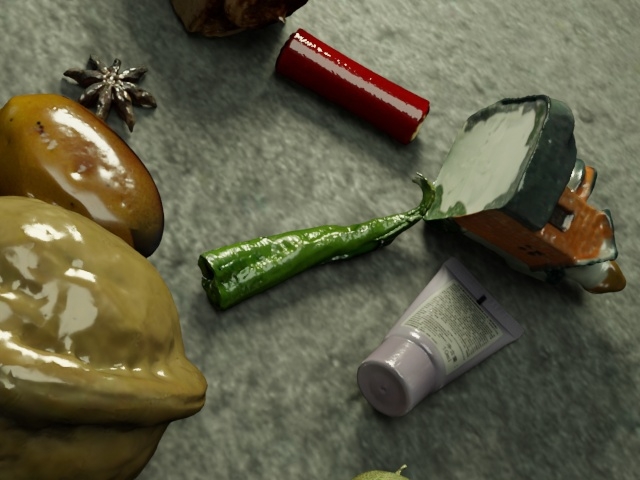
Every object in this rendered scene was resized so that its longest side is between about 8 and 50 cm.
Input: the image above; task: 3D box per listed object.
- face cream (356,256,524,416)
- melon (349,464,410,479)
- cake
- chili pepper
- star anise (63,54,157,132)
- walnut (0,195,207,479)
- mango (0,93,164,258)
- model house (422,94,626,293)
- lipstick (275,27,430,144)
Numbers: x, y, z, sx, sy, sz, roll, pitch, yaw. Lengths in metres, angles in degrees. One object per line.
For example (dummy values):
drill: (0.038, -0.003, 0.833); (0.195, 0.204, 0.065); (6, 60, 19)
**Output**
face cream: (0.164, 0.134, 1.532); (0.154, 0.096, 0.274); (46, 48, 11)
melon: (0.071, 0.362, 1.354); (0.139, 0.139, 0.192); (22, 65, -5)
cake: (-0.121, -0.428, 1.662); (0.196, 0.199, 0.293); (-19, 75, -29)
chili pepper: (0.001, 0.000, 1.550); (0.359, 0.076, 0.085); (-21, 91, -20)
star anise: (-0.301, -0.216, 1.585); (0.141, 0.042, 0.141); (6, 64, -12)
walnut: (-0.340, 0.138, 1.249); (0.384, 0.383, 0.383); (7, 63, -13)
mango: (-0.326, -0.070, 1.444); (0.201, 0.152, 0.287); (-33, 80, -40)
model house: (0.336, -0.043, 1.583); (0.301, 0.271, 0.190); (34, 74, -16)
lipstick: (0.049, -0.233, 1.675); (0.241, 0.080, 0.080); (29, 60, -1)
